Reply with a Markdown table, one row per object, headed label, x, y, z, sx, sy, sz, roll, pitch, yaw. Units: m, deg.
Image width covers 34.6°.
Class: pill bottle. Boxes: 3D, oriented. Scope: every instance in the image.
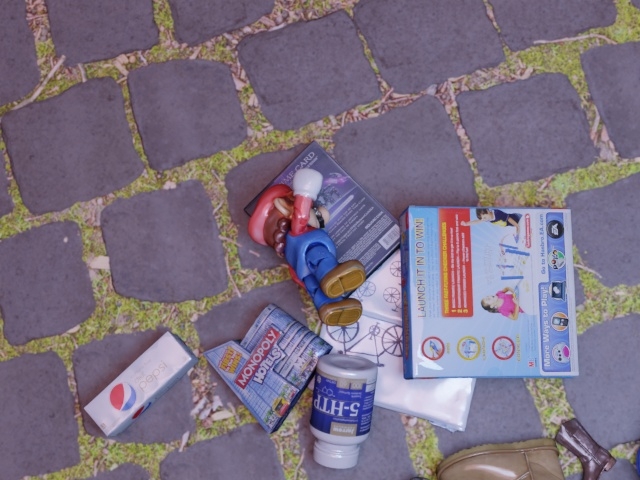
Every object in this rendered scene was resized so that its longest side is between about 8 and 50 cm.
| label | x | y | z | sx | sy | sz | roll | pitch | yaw |
| --- | --- | --- | --- | --- | --- | --- | --- | --- | --- |
| pill bottle | 0.038 | 0.308 | 1.851 | 0.112 | 0.112 | 0.187 | 8 | 100 | 8 |

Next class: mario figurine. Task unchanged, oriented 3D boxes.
| label | x | y | z | sx | sy | sz | roll | pitch | yaw |
| --- | --- | --- | --- | --- | --- | --- | --- | --- | --- |
| mario figurine | 0.000 | 0.000 | 1.841 | 0.198 | 0.170 | 0.320 | -53 | 45 | 18 |

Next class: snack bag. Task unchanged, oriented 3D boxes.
| label | x | y | z | sx | sy | sz | roll | pitch | yaw |
| --- | --- | --- | --- | --- | --- | --- | --- | --- | --- |
| snack bag | 0.153 | 0.156 | 1.919 | 0.323 | 0.037 | 0.343 | 15 | 82 | 9 |

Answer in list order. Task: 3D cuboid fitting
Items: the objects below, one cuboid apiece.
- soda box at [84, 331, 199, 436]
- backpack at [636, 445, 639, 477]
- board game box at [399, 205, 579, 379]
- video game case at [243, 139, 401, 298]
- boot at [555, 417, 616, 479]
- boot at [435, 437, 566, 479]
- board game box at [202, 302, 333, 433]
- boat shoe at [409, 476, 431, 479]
| label | x | y | z | sx | sy | sz | roll | pitch | yaw |
| --- | --- | --- | --- | --- | --- | --- | --- | --- | --- |
| soda box | -0.336 | 0.272 | 1.938 | 0.216 | 0.069 | 0.074 | -43 | 78 | -2 |
| backpack | 0.676 | 0.394 | 1.727 | 0.276 | 0.213 | 0.263 | -38 | 85 | -9 |
| board game box | 0.300 | 0.096 | 1.847 | 0.302 | 0.086 | 0.308 | 1 | 81 | -7 |
| video game case | 0.010 | -0.035 | 1.950 | 0.196 | 0.026 | 0.274 | -44 | 68 | 1 |
| boot | 0.455 | 0.388 | 1.839 | 0.106 | 0.037 | 0.114 | -43 | 81 | -16 |
| boot | 0.336 | 0.476 | 1.748 | 0.236 | 0.089 | 0.269 | -13 | 48 | 3 |
| board game box | -0.111 | 0.223 | 1.913 | 0.194 | 0.060 | 0.194 | 34 | 95 | 14 |
| boat shoe | 0.223 | 0.593 | 1.797 | 0.130 | 0.132 | 0.355 | -34 | 69 | 10 |
